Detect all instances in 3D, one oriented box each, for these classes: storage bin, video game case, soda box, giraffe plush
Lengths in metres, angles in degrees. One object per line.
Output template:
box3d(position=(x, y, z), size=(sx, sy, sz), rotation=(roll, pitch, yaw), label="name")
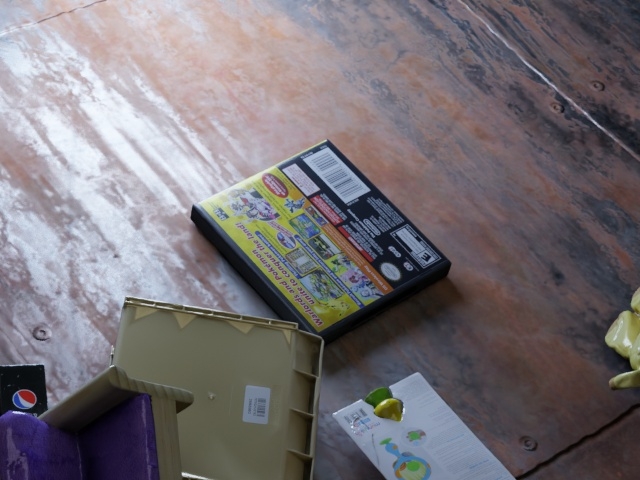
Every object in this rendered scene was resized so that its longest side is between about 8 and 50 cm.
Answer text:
box3d(position=(-0.139, 0.220, 2.025), size=(0.260, 0.123, 0.262), rotation=(10, 48, -5), label="storage bin")
box3d(position=(0.000, 0.000, 2.306), size=(0.248, 0.035, 0.275), rotation=(-28, 61, -31), label="video game case")
box3d(position=(-0.355, 0.231, 2.013), size=(0.060, 0.053, 0.169), rotation=(-1, 50, -14), label="soda box")
box3d(position=(0.495, 0.152, 2.214), size=(0.170, 0.181, 0.210), rotation=(33, 36, -12), label="giraffe plush")

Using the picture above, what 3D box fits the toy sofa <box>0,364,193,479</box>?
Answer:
box3d(position=(-0.224, 0.322, 1.728), size=(0.177, 0.150, 0.363), rotation=(18, 51, -39), label="toy sofa")

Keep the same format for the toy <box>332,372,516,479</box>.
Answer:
box3d(position=(0.134, 0.278, 2.079), size=(0.137, 0.056, 0.237), rotation=(-23, 53, -24), label="toy")
